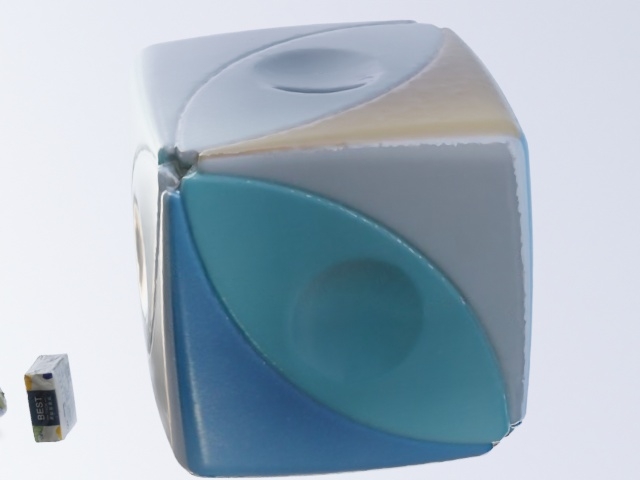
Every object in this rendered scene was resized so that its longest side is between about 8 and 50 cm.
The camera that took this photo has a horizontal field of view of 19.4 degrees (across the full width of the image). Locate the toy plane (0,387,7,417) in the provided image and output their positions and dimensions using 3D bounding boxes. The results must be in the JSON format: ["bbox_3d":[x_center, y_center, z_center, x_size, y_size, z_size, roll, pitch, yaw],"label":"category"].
[{"bbox_3d":[-0.376,0.094,1.685,0.256,0.242,0.104,34,23,-51],"label":"toy plane"}]

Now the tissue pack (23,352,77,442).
[{"bbox_3d":[-0.294,0.172,2.041,0.042,0.062,0.083,-4,-72,9],"label":"tissue pack"}]

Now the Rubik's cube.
[{"bbox_3d":[0.000,0.000,1.798,0.352,0.347,0.351,-111,-162,-61],"label":"Rubik's cube"}]
